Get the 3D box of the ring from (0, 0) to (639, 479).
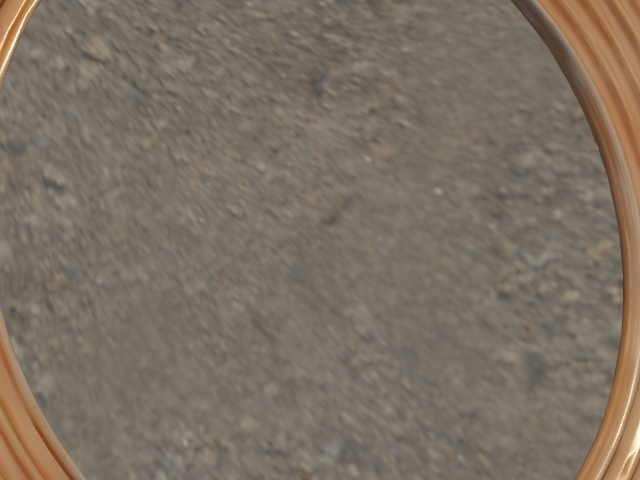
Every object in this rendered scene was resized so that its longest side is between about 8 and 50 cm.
[{"bbox_3d":[0.000,0.000,0.563,0.336,0.032,0.336,8,75,-30],"label":"ring"}]
